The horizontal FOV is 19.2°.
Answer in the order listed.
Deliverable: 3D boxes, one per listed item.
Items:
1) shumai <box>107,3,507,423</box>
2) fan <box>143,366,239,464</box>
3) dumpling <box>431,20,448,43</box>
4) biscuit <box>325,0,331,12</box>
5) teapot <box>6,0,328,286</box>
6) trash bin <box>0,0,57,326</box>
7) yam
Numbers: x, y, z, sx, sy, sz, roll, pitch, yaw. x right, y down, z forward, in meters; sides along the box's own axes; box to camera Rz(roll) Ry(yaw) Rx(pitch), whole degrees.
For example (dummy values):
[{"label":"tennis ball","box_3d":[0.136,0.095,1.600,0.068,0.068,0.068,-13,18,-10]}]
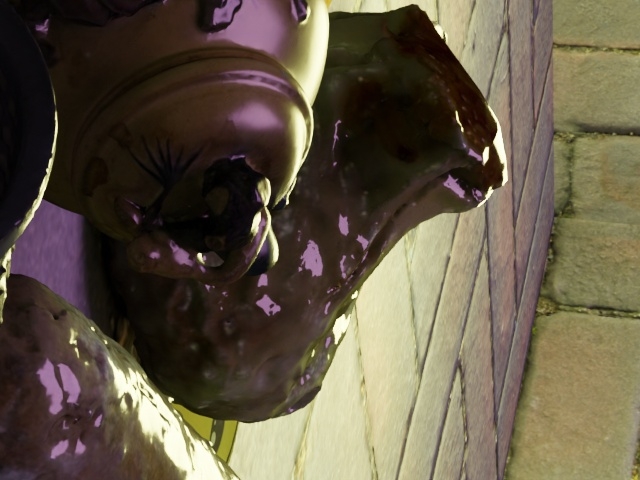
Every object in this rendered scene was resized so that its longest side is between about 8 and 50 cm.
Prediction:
[{"label":"shumai","box_3d":[0.000,0.000,1.133,0.225,0.222,0.261,-67,159,-54]},{"label":"fan","box_3d":[-0.073,0.044,1.307,0.229,0.011,0.335,69,29,-61]},{"label":"dumpling","box_3d":[0.063,-0.116,1.663,0.127,0.108,0.188,-53,172,-23]},{"label":"biscuit","box_3d":[0.004,-0.273,1.466,0.118,0.029,0.247,25,71,-77]},{"label":"teapot","box_3d":[-0.073,-0.072,0.840,0.182,0.173,0.269,63,-1,34]},{"label":"trash bin","box_3d":[-0.168,0.018,0.580,0.161,0.175,0.175,99,7,-47]},{"label":"yam","box_3d":[-0.116,0.114,0.913,0.330,0.133,0.133,67,31,-59]}]
